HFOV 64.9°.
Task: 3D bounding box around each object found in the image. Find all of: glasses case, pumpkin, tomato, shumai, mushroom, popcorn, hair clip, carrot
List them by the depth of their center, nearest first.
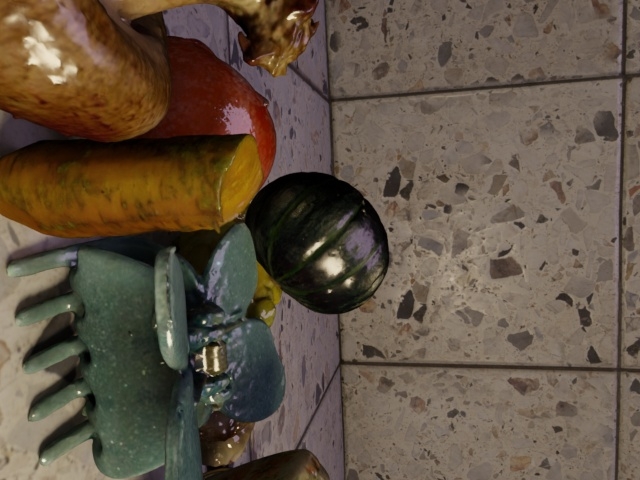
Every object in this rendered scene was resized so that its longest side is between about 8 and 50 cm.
[{"bbox_3d":[-0.206,-0.251,0.458,0.334,0.356,0.331,59,32,-53],"label":"mushroom"},{"bbox_3d":[-0.212,-0.058,0.543,0.114,0.302,0.114,1,90,-75],"label":"carrot"},{"bbox_3d":[-0.218,0.147,0.647,0.392,0.239,0.318,-43,130,-74],"label":"hair clip"},{"bbox_3d":[-0.142,0.391,0.703,0.098,0.425,0.156,53,42,2],"label":"glasses case"},{"bbox_3d":[-0.201,-0.146,0.719,0.265,0.265,0.264,-2,90,-78],"label":"tomato"},{"bbox_3d":[0.000,0.000,0.806,0.216,0.250,0.249,-48,143,-32],"label":"pumpkin"},{"bbox_3d":[-0.165,0.045,0.947,0.241,0.235,0.250,55,4,-21],"label":"popcorn"},{"bbox_3d":[-0.207,0.308,0.966,0.185,0.184,0.218,-58,-156,35],"label":"shumai"}]

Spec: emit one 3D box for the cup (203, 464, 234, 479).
[{"bbox_3d":[-0.174,0.542,0.991,0.239,0.166,0.177,-70,159,-57],"label":"cup"}]
